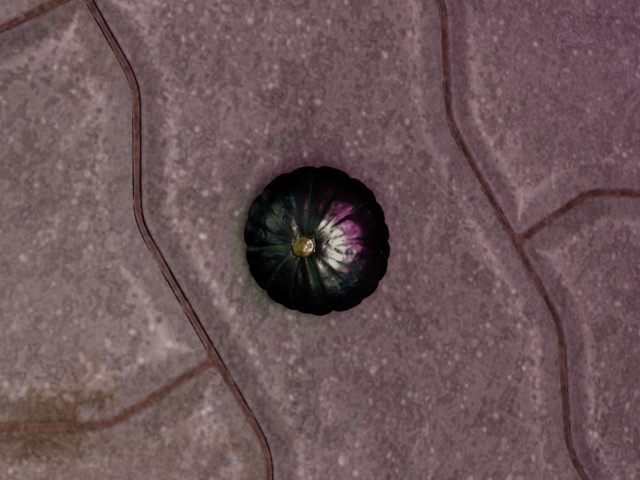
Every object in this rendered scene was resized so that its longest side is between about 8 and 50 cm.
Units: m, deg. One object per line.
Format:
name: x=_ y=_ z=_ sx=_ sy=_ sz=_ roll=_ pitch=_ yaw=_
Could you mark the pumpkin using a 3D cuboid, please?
pumpkin: x=-0.004 y=-0.001 z=1.863 sx=0.194 sy=0.194 sz=0.150 roll=53 pitch=34 yaw=-9
